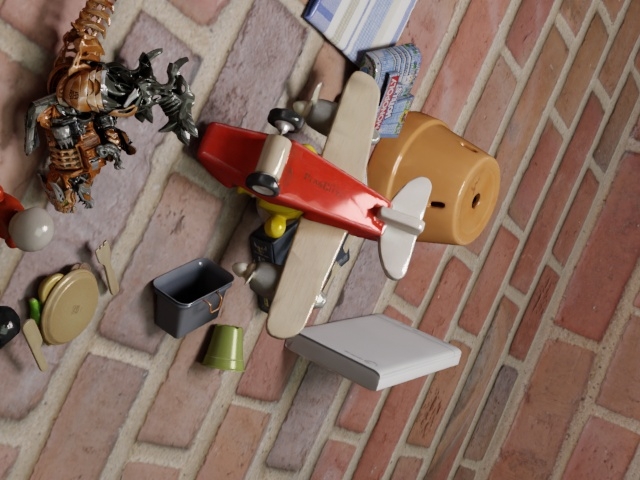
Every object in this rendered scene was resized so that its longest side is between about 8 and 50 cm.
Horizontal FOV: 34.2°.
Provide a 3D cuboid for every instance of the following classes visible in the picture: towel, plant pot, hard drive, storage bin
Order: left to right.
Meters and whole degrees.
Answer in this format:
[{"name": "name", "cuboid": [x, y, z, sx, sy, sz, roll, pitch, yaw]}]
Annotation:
[{"name": "storage bin", "cuboid": [-0.216, 0.106, 1.774, 0.135, 0.098, 0.091, -29, 142, -46]}, {"name": "plant pot", "cuboid": [-0.172, 0.195, 1.909, 0.083, 0.083, 0.079, 14, 85, -58]}, {"name": "towel", "cuboid": [0.081, -0.445, 1.945, 0.285, 0.034, 0.209, 27, 87, -57]}, {"name": "hard drive", "cuboid": [0.119, 0.230, 2.216, 0.353, 0.233, 0.047, -5, 114, -56]}, {"name": "plant pot", "cuboid": [0.251, -0.112, 2.243, 0.291, 0.203, 0.291, -35, 136, -42]}]

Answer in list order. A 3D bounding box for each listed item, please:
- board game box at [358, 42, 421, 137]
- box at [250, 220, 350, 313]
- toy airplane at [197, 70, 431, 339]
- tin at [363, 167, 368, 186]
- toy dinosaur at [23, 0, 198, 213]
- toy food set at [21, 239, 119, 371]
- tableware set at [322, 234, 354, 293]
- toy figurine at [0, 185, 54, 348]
[{"name": "board game box", "cuboid": [0.105, -0.275, 2.021, 0.194, 0.060, 0.194, -23, 144, -45]}, {"name": "box", "cuboid": [-0.034, 0.014, 2.019, 0.232, 0.059, 0.183, -39, 137, -39]}, {"name": "toy airplane", "cuboid": [-0.005, -0.070, 1.815, 0.386, 0.272, 0.384, -26, 98, -31]}, {"name": "tin", "cuboid": [0.053, -0.126, 2.092, 0.106, 0.040, 0.190, -37, 137, -34]}, {"name": "toy dinosaur", "cuboid": [-0.295, -0.194, 1.424, 0.218, 0.164, 0.322, -5, 135, -39]}, {"name": "toy food set", "cuboid": [-0.383, 0.094, 1.564, 0.192, 0.038, 0.132, -51, 152, -36]}, {"name": "tableware set", "cuboid": [0.000, 0.000, 1.971, 0.128, 0.039, 0.194, 49, 58, -42]}, {"name": "toy figurine", "cuboid": [-0.457, 0.023, 1.292, 0.209, 0.148, 0.213, 23, 89, -59]}]
